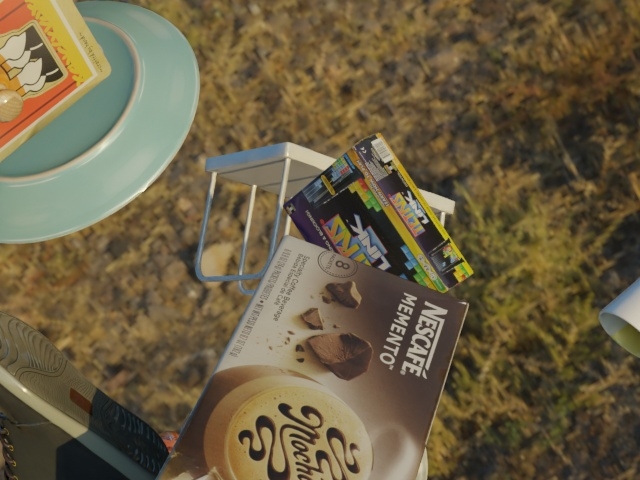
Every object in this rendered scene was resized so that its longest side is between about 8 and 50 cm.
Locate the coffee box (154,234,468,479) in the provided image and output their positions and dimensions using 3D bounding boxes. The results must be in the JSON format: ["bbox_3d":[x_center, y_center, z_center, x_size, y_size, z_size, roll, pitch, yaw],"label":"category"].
[{"bbox_3d":[-0.007,0.148,0.928,0.168,0.119,0.297,21,40,5],"label":"coffee box"}]

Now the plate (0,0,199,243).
[{"bbox_3d":[-0.166,-0.083,0.751,0.188,0.024,0.188,-9,56,13],"label":"plate"}]

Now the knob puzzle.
[{"bbox_3d":[-0.208,-0.075,0.624,0.213,0.213,0.030,-40,61,-8],"label":"knob puzzle"}]

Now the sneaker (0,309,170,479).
[{"bbox_3d":[-0.234,0.152,0.957,0.118,0.222,0.083,-39,22,15],"label":"sneaker"}]

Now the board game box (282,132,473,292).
[{"bbox_3d":[0.055,-0.003,1.242,0.048,0.170,0.141,-30,-5,-42],"label":"board game box"}]

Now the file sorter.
[{"bbox_3d":[0.000,0.000,1.601,0.193,0.277,0.173,-6,71,54],"label":"file sorter"}]

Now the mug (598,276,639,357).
[{"bbox_3d":[0.285,0.064,1.062,0.062,0.078,0.064,37,75,25],"label":"mug"}]

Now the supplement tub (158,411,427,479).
[{"bbox_3d":[-0.044,0.277,1.518,0.316,0.193,0.193,-13,28,-20],"label":"supplement tub"}]
